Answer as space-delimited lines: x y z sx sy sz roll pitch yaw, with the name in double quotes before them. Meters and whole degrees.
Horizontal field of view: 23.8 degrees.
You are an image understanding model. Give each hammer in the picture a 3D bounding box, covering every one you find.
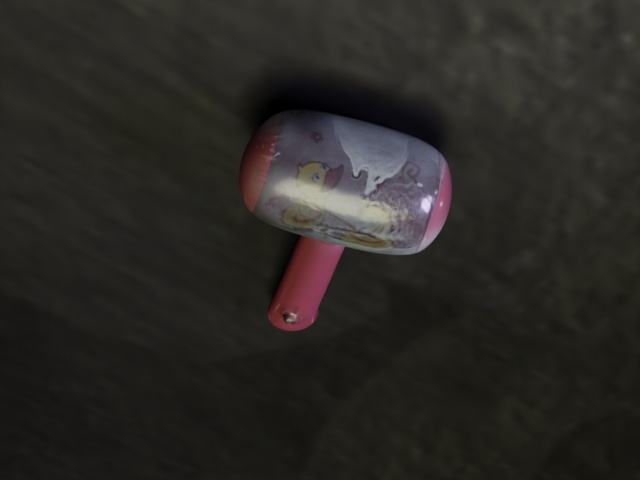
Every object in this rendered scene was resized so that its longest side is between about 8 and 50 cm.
"hammer" 0.000 0.000 0.393 0.053 0.031 0.083 15 144 -6
